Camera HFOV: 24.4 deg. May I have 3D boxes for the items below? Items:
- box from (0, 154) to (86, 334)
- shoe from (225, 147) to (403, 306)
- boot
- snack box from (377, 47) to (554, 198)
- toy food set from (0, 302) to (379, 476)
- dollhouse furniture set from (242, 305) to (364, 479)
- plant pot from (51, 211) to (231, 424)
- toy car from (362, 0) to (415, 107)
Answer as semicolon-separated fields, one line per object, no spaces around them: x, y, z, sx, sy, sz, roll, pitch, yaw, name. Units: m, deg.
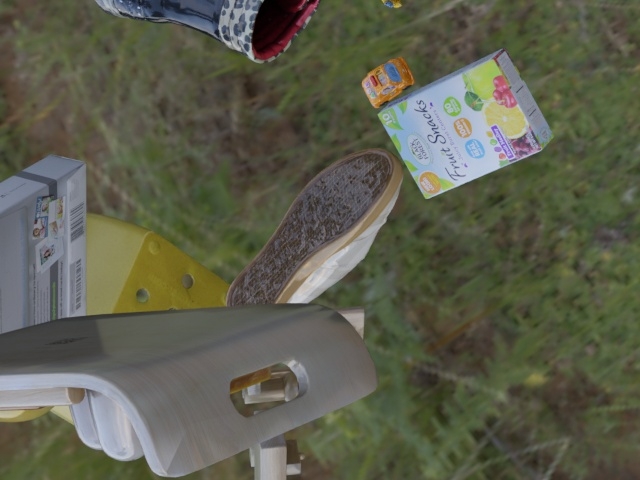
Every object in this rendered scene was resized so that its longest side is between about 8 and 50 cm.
-0.246;0.030;1.162;0.038;0.186;0.145;12;116;18;box
0.000;0.000;1.383;0.219;0.058;0.076;-45;58;15;shoe
-0.053;-0.252;1.177;0.178;0.236;0.085;27;166;34;boot
0.139;-0.111;1.428;0.141;0.037;0.100;-22;102;36;snack box
-0.146;0.105;0.897;0.306;0.219;0.092;-5;95;33;toy food set
-0.008;0.172;1.456;0.151;0.123;0.144;-104;12;-49;dollhouse furniture set
-0.219;0.092;1.675;0.212;0.212;0.187;37;150;-31;plant pot
0.059;-0.204;1.560;0.060;0.040;0.122;-14;84;29;toy car
